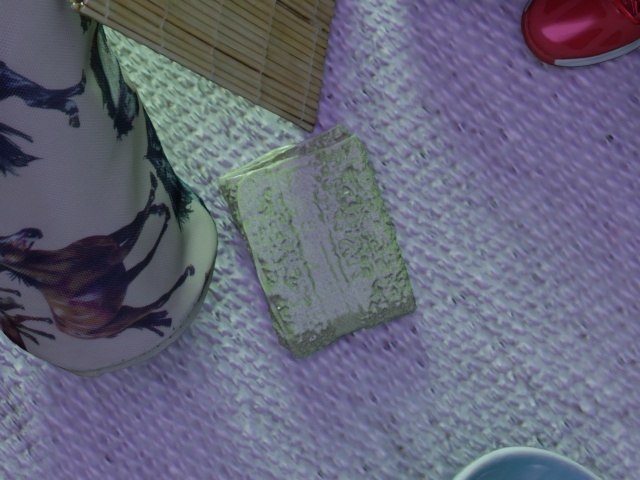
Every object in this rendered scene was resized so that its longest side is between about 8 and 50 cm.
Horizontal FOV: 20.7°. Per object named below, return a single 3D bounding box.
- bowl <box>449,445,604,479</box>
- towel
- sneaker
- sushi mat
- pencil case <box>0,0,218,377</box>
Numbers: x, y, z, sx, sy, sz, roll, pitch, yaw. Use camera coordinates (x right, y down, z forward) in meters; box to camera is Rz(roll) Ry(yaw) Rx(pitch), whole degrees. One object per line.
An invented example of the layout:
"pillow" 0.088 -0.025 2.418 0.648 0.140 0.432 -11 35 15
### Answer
"bowl" 0.110 0.305 1.116 0.163 0.311 0.312 -29 83 36
"towel" 0.000 0.000 1.256 0.110 0.027 0.148 -22 83 1
"sneaker" 0.242 -0.196 1.206 0.221 0.128 0.087 -29 85 1
"sushi mat" -0.062 -0.178 1.138 0.019 0.316 0.151 10 84 27
"pencil case" -0.193 -0.114 1.096 0.159 0.183 0.410 -10 130 11
